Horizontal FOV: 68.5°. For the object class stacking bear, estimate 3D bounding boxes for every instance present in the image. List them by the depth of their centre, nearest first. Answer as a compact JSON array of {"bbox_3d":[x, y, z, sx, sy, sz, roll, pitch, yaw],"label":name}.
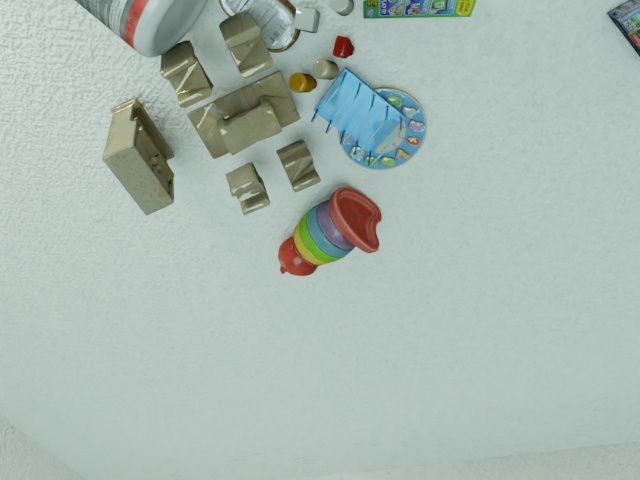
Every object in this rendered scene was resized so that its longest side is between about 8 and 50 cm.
[{"bbox_3d":[0.000,0.000,1.244,0.164,0.175,0.289,36,130,-22],"label":"stacking bear"}]

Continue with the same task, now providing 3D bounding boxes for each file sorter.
[{"bbox_3d":[0.080,-0.261,1.015,0.170,0.104,0.118,35,122,-13],"label":"file sorter"}]

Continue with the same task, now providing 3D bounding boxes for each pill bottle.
[{"bbox_3d":[-0.390,-0.521,0.821,0.363,0.210,0.210,39,122,-12],"label":"pill bottle"}]

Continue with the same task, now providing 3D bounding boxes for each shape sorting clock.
[{"bbox_3d":[0.144,-0.254,1.099,0.206,0.040,0.206,3,128,4],"label":"shape sorting clock"}]

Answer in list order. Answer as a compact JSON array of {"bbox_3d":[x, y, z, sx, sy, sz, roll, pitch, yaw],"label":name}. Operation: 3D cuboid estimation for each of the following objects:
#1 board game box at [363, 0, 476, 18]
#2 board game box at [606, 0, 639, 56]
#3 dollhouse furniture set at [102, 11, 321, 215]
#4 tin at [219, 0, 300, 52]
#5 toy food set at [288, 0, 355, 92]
[{"bbox_3d":[0.178,-0.488,0.784,0.214,0.046,0.317,3,171,6],"label":"board game box"},{"bbox_3d":[0.695,-0.432,0.888,0.194,0.060,0.194,36,124,-20],"label":"board game box"},{"bbox_3d":[-0.253,-0.258,1.058,0.394,0.256,0.362,-25,130,1],"label":"dollhouse furniture set"},{"bbox_3d":[-0.124,-0.474,0.966,0.190,0.040,0.106,39,118,-21],"label":"tin"},{"bbox_3d":[0.012,-0.420,0.974,0.111,0.104,0.232,15,110,12],"label":"toy food set"}]
